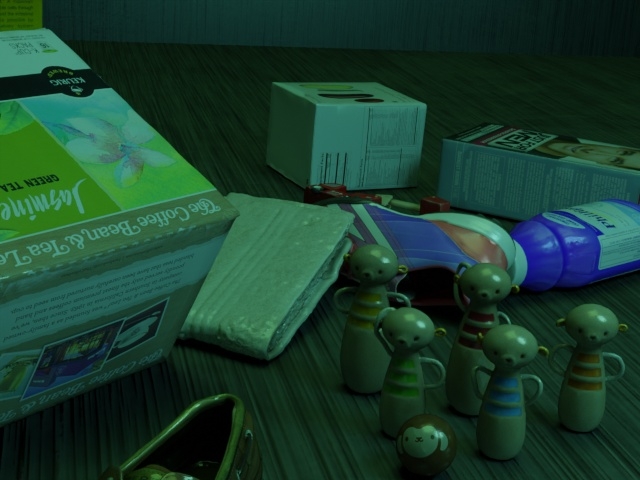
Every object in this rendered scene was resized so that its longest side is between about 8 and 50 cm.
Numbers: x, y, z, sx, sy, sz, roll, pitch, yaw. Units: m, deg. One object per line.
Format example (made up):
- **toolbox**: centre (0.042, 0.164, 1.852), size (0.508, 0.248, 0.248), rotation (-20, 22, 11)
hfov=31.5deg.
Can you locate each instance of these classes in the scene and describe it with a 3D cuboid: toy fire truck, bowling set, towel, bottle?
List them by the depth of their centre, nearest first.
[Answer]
- **bowling set**: centre (0.135, 0.113, 1.037), size (0.287, 0.154, 0.200), rotation (7, 18, 11)
- **towel**: centre (-0.084, 0.035, 1.320), size (0.187, 0.049, 0.282), rotation (9, 34, 22)
- **bottle**: centre (0.326, 0.009, 1.491), size (0.282, 0.092, 0.118), rotation (-11, 24, -37)
- **toy fire truck**: centre (0.083, -0.050, 1.695), size (0.135, 0.047, 0.192), rotation (-12, 23, -41)

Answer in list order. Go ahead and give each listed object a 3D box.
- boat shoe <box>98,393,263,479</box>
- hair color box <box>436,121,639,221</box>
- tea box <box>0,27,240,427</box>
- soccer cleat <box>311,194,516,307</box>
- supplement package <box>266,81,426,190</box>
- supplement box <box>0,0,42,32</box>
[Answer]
- **boat shoe**: centre (-0.128, 0.202, 0.790), size (0.110, 0.104, 0.307), rotation (8, 19, 13)
- **hair color box**: centre (0.392, -0.092, 1.782), size (0.374, 0.114, 0.185), rotation (14, 20, 27)
- **tea box**: centre (-0.319, -0.016, 1.067), size (0.323, 0.220, 0.329), rotation (43, 35, 20)
- **soccer cleat**: centre (0.079, 0.021, 1.407), size (0.318, 0.109, 0.116), rotation (7, 47, 32)
- **supplement package**: centre (0.039, -0.181, 1.922), size (0.203, 0.149, 0.194), rotation (-4, 20, -25)
- **supplement box**: centre (-0.563, -0.290, 1.804), size (0.195, 0.357, 0.194), rotation (-7, 20, -30)
